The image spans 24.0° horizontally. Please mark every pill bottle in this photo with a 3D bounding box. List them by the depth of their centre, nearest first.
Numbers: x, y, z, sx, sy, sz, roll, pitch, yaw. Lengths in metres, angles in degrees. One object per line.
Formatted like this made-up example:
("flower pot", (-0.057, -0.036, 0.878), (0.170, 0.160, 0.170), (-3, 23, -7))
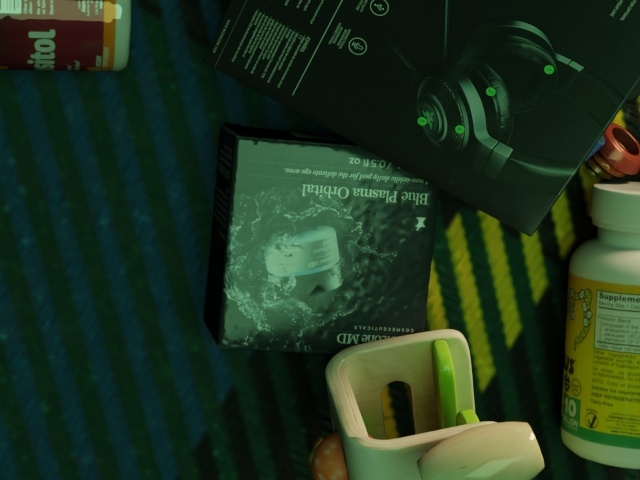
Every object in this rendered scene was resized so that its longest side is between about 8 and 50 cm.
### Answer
("pill bottle", (-0.212, -0.163, 1.063), (0.152, 0.086, 0.086), (0, 98, -10))
("pill bottle", (0.249, 0.062, 1.169), (0.117, 0.117, 0.208), (0, 99, -11))

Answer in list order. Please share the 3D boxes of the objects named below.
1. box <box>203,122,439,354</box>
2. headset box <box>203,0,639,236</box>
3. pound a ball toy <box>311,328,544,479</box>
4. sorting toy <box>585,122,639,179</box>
("box", (0.000, 0.000, 1.125), (0.156, 0.093, 0.158), (4, 99, -12))
("headset box", (0.105, -0.175, 1.021), (0.283, 0.131, 0.246), (27, 125, -2))
("pound a ball toy", (0.071, 0.217, 1.062), (0.135, 0.208, 0.319), (-11, 122, -5))
("sorting toy", (0.205, -0.079, 1.179), (0.102, 0.061, 0.042), (40, 124, -7))
